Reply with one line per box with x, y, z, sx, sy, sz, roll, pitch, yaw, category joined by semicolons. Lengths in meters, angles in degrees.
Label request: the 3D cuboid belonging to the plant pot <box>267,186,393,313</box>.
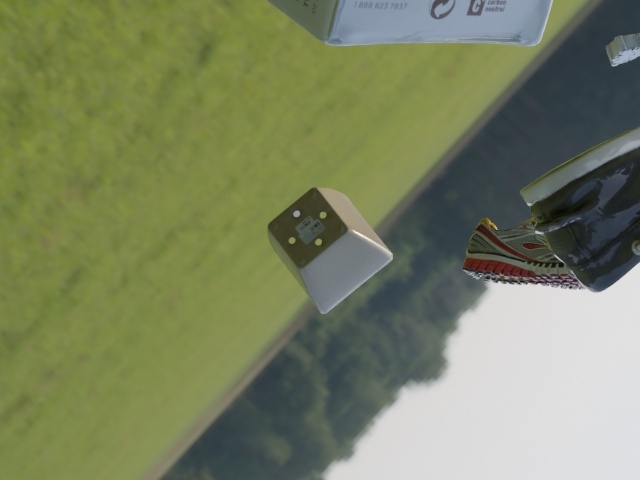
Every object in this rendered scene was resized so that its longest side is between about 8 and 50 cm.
0.000;0.000;1.888;0.109;0.109;0.096;-39;153;3;plant pot

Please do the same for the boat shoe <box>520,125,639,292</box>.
0.301;-0.068;1.248;0.335;0.095;0.112;-28;180;-22;boat shoe

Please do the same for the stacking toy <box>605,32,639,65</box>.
0.298;-0.289;1.597;0.052;0.167;0.221;-14;163;-9;stacking toy

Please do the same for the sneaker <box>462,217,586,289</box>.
0.305;0.013;2.225;0.088;0.225;0.093;35;63;-67;sneaker

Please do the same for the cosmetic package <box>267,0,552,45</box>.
0.074;-0.455;1.982;0.329;0.393;0.327;-4;120;-33;cosmetic package
